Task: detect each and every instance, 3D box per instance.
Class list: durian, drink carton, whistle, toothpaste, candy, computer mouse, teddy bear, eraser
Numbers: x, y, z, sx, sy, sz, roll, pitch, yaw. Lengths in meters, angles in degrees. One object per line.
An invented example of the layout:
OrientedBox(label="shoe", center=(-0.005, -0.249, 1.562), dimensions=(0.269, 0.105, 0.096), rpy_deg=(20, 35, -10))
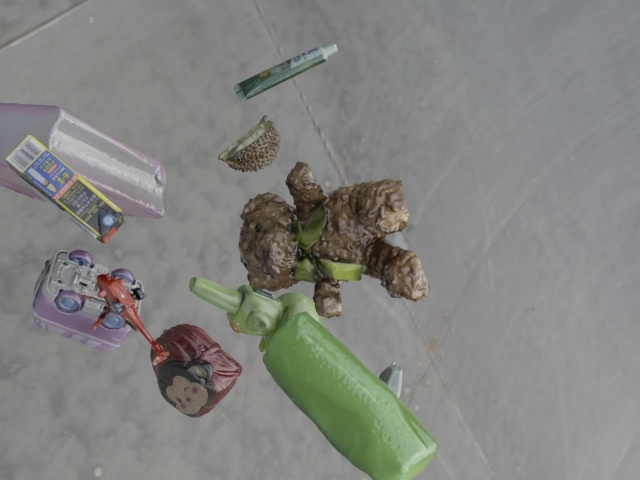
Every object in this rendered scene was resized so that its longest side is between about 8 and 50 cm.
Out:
OrientedBox(label="durian", center=(-0.112, -0.163, 1.360), dimensions=(0.071, 0.110, 0.140), rpy_deg=(56, 45, -29))
OrientedBox(label="drink carton", center=(-0.352, -0.067, 1.067), dimensions=(0.165, 0.071, 0.056), rpy_deg=(41, 78, -3))
OrientedBox(label="whistle", center=(-0.122, 0.155, 1.499), dimensions=(0.294, 0.141, 0.141), rpy_deg=(12, 69, -19))
OrientedBox(label="toothpaste", center=(-0.062, -0.311, 1.407), dimensions=(0.031, 0.204, 0.049), rpy_deg=(67, -3, -54))
OrientedBox(label="candy", center=(0.047, 0.269, 1.323), dimensions=(0.343, 0.142, 0.132), rpy_deg=(44, 16, 21))
OrientedBox(label="computer mouse", center=(0.156, 0.371, 1.825), dimensions=(0.056, 0.089, 0.182), rpy_deg=(33, 63, -15))
OrientedBox(label="teddy bear", center=(0.001, 0.002, 1.152), dimensions=(0.222, 0.296, 0.246), rpy_deg=(-19, 105, -13))
OrientedBox(label="eraser", center=(-0.479, -0.141, 1.419), dimensions=(0.359, 0.272, 0.122), rpy_deg=(28, 68, -67))

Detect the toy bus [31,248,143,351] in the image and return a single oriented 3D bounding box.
OrientedBox(label="toy bus", center=(-0.480, 0.124, 1.565), dimensions=(0.202, 0.142, 0.142), rpy_deg=(26, 39, -25))

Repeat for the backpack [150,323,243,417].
OrientedBox(label="backpack", center=(-0.305, 0.297, 1.813), dimensions=(0.139, 0.229, 0.229), rpy_deg=(-37, 112, -48))

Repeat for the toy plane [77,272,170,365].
OrientedBox(label="toy plane", center=(-0.363, 0.146, 1.446), dimensions=(0.126, 0.077, 0.194), rpy_deg=(-12, 67, -36))
